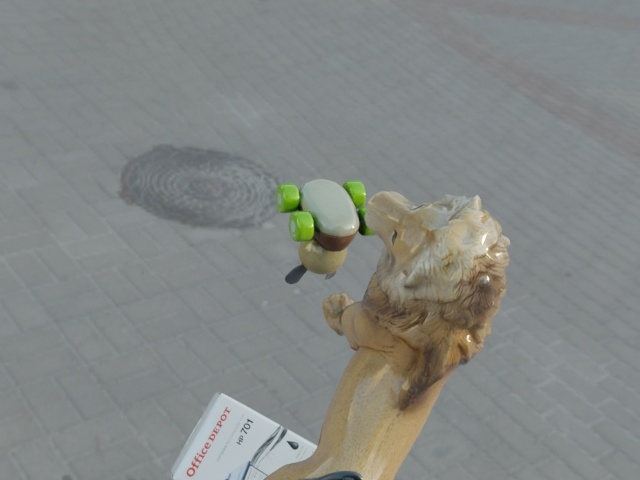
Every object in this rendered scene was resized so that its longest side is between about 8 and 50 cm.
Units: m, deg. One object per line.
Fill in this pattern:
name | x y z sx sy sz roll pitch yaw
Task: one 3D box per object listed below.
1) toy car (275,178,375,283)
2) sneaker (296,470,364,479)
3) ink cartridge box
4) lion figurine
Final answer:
toy car | 0.000 0.000 1.523 0.155 0.188 0.149 -4 42 -22
sneaker | 0.025 0.138 0.417 0.098 0.069 0.038 8 40 -1
ink cartridge box | -0.098 0.323 1.231 0.191 0.139 0.082 31 -12 -6
lion figurine | 0.039 0.149 0.737 0.142 0.392 0.240 20 -7 -12
